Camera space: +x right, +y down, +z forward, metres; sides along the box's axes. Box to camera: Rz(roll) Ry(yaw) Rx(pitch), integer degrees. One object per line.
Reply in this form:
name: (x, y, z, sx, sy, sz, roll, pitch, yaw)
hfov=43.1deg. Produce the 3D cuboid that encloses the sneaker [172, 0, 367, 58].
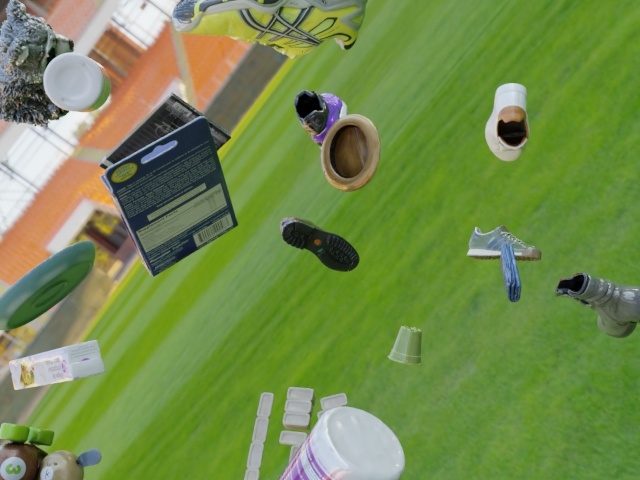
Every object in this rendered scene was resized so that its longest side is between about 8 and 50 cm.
sneaker: (-0.083, -0.409, 1.520, 0.145, 0.384, 0.147, -128, 33, -55)

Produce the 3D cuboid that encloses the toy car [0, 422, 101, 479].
toy car: (-0.493, 0.426, 1.482, 0.149, 0.188, 0.155, 47, -131, -64)

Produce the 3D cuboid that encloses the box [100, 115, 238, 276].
box: (-0.182, -0.057, 0.994, 0.136, 0.036, 0.225, -32, -29, -16)

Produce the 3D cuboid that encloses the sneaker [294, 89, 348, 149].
sneaker: (-0.007, -0.355, 2.177, 0.102, 0.146, 0.293, -39, 25, 17)

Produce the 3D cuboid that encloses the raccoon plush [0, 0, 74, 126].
raccoon plush: (-0.795, -0.390, 1.967, 0.446, 0.216, 0.299, -29, -15, 0)

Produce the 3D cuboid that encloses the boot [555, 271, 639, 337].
boot: (0.491, 0.103, 1.438, 0.246, 0.161, 0.083, 85, -157, -78)

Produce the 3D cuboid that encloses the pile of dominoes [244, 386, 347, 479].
pile of dominoes: (-0.049, 0.439, 1.741, 0.040, 0.196, 0.251, 76, -160, -54)

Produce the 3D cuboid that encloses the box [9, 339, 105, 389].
box: (-0.516, 0.244, 1.568, 0.067, 0.063, 0.324, -12, -4, -41)

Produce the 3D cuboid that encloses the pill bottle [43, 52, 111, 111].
pill bottle: (-0.461, -0.300, 1.563, 0.108, 0.108, 0.180, -53, 10, 2)

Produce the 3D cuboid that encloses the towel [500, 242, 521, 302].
towel: (0.405, 0.069, 1.736, 0.067, 0.029, 0.119, 79, -173, -48)

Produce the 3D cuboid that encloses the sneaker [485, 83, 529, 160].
sneaker: (0.459, -0.254, 1.998, 0.290, 0.106, 0.123, 64, -153, -62)

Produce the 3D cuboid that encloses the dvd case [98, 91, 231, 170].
dvd case: (-0.315, -0.185, 1.650, 0.221, 0.164, 0.018, -39, 43, 19)

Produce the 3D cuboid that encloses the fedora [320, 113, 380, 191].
fedora: (0.089, -0.215, 2.022, 0.194, 0.194, 0.079, -48, -29, 23)

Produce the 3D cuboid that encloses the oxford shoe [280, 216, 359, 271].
oxford shoe: (0.000, 0.000, 1.987, 0.083, 0.227, 0.096, -54, 24, 9)

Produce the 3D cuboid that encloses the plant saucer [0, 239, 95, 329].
plant saucer: (-0.667, 0.119, 1.968, 0.317, 0.044, 0.317, -40, -4, -3)

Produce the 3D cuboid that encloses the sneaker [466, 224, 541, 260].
sneaker: (0.455, 0.003, 2.011, 0.192, 0.064, 0.086, 1, 77, 37)

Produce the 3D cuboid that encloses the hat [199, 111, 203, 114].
hat: (-0.351, -0.147, 1.949, 0.331, 0.134, 0.331, -2, -90, -79)

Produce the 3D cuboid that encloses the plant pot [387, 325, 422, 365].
plant pot: (0.207, 0.245, 1.914, 0.083, 0.083, 0.079, -141, 62, -79)

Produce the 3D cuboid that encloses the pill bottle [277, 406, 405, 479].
pill bottle: (0.006, 0.447, 1.413, 0.301, 0.169, 0.169, -59, 8, 26)
